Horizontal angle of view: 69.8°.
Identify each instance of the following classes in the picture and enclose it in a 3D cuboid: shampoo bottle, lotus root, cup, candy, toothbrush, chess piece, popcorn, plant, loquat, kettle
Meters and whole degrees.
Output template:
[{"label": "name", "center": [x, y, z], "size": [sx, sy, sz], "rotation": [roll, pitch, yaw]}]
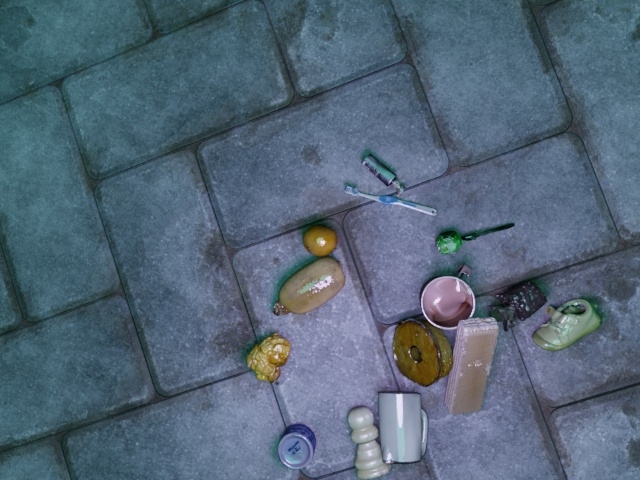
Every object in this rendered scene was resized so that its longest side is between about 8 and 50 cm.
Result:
[{"label": "shampoo bottle", "center": [0.258, -0.263, 1.855], "size": [0.207, 0.057, 0.063], "rotation": [42, 93, 7]}, {"label": "lotus root", "center": [-0.054, 0.195, 1.836], "size": [0.342, 0.151, 0.169], "rotation": [-33, 85, 2]}, {"label": "cup", "center": [0.487, 0.199, 1.744], "size": [0.191, 0.200, 0.253], "rotation": [31, 93, 7]}, {"label": "candy", "center": [0.611, -0.018, 1.804], "size": [0.323, 0.097, 0.097], "rotation": [-15, 87, -1]}, {"label": "toothbrush", "center": [0.285, -0.159, 1.866], "size": [0.386, 0.040, 0.040], "rotation": [16, 91, 4]}, {"label": "chess piece", "center": [0.181, 0.783, 1.812], "size": [0.144, 0.144, 0.251], "rotation": [-15, 81, 7]}, {"label": "popcorn", "center": [-0.214, 0.470, 1.863], "size": [0.163, 0.140, 0.194], "rotation": [19, 101, -1]}, {"label": "plant", "center": [0.744, 0.246, 1.746], "size": [0.203, 0.131, 0.142], "rotation": [-28, 87, -4]}, {"label": "loquat", "center": [0.000, 0.000, 1.841], "size": [0.141, 0.141, 0.141], "rotation": [0, 89, 7]}, {"label": "kettle", "center": [0.328, 0.712, 1.760], "size": [0.240, 0.165, 0.255], "rotation": [10, 70, -33]}]

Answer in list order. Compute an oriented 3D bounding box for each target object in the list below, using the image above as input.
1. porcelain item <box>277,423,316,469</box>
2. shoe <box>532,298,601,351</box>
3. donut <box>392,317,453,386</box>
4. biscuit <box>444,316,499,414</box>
[{"label": "porcelain item", "center": [-0.094, 0.826, 1.845], "size": [0.147, 0.114, 0.147], "rotation": [0, 90, 6]}, {"label": "shoe", "center": [0.916, 0.311, 1.728], "size": [0.262, 0.140, 0.128], "rotation": [-23, 96, 1]}, {"label": "donut", "center": [0.390, 0.420, 1.742], "size": [0.107, 0.272, 0.272], "rotation": [-2, 88, -31]}, {"label": "biscuit", "center": [0.555, 0.466, 1.691], "size": [0.143, 0.078, 0.426], "rotation": [-5, 120, -7]}]
